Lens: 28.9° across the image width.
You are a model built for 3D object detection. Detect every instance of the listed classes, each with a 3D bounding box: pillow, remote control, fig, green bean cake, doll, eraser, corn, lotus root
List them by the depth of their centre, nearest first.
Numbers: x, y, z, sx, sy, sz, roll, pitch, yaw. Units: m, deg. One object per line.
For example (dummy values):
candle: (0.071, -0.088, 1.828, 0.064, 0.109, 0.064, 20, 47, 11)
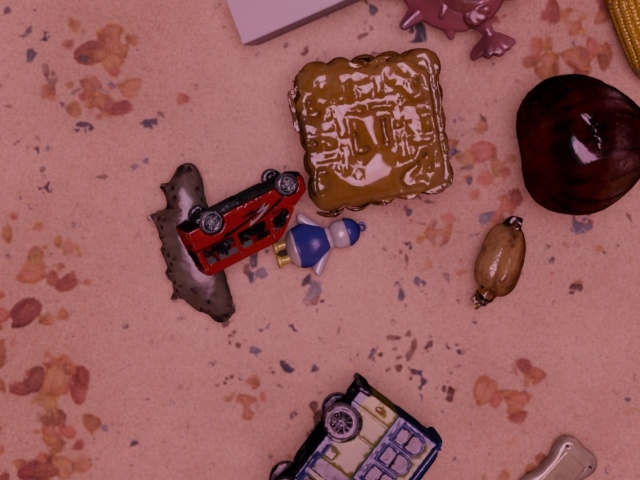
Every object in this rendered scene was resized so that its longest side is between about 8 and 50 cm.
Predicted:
eraser: (0.017, -0.369, 1.760, 0.298, 0.076, 0.078, -21, 91, 17)
fig: (0.410, -0.144, 1.786, 0.249, 0.186, 0.204, -8, 75, -9)
green bean cake: (0.073, -0.157, 1.789, 0.224, 0.131, 0.230, -9, 93, -1)
doll: (0.195, -0.380, 1.799, 0.211, 0.093, 0.262, -24, 94, 11)
pillow: (-0.195, 0.010, 1.826, 0.093, 0.051, 0.241, -15, 96, -2)
corn: (0.462, -0.328, 1.830, 0.067, 0.067, 0.206, -24, 94, -1)
doll: (0.000, 0.000, 1.832, 0.142, 0.057, 0.099, -20, 83, -4)
lotus root: (0.264, 0.035, 1.842, 0.072, 0.063, 0.152, 28, 84, -30)
remote control: (0.357, 0.355, 1.877, 0.074, 0.032, 0.122, 44, 91, -4)

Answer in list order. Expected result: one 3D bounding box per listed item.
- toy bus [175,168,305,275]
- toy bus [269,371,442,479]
toy bus: (-0.105, -0.031, 1.785, 0.195, 0.081, 0.089, -28, 108, -15)
toy bus: (0.029, 0.353, 1.811, 0.175, 0.138, 0.288, 37, 90, -3)
